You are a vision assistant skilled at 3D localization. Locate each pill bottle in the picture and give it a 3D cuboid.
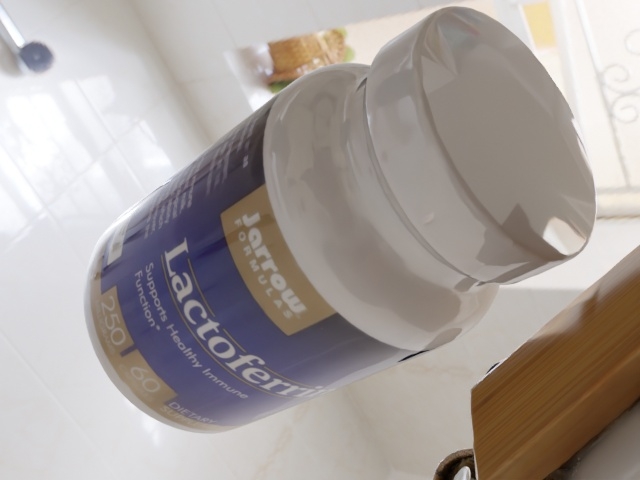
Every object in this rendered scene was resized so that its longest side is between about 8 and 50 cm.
[{"bbox_3d":[0.000,0.000,0.474,0.265,0.153,0.153,-31,-158,41],"label":"pill bottle"}]

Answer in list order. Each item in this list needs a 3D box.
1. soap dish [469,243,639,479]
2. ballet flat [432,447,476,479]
[{"bbox_3d":[0.220,0.068,0.377,0.291,0.229,0.118,-39,-157,-3],"label":"soap dish"},{"bbox_3d":[0.161,0.219,0.659,0.107,0.106,0.316,-64,-169,-11],"label":"ballet flat"}]
